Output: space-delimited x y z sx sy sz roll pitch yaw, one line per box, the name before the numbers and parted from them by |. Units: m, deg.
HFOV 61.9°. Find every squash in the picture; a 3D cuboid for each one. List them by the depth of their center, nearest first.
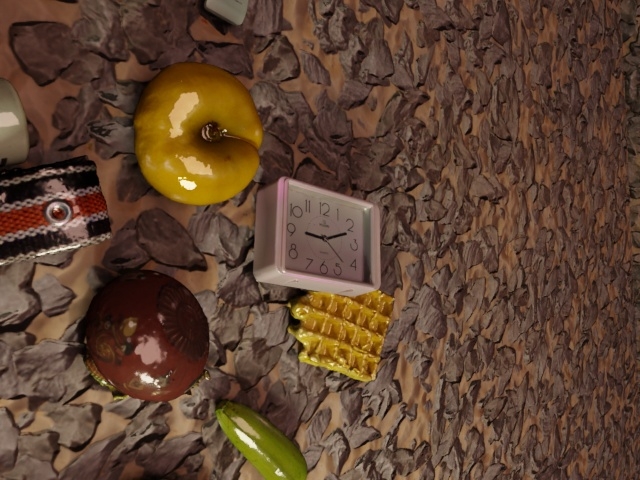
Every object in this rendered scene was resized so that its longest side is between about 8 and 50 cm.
squash | -0.087 0.303 0.792 0.201 0.066 0.066 52 59 -24

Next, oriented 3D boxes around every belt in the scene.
belt | -0.364 0.001 0.467 0.359 0.126 0.094 -23 107 -39

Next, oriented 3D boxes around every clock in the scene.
clock | 0.000 0.000 0.808 0.197 0.063 0.150 13 69 -34

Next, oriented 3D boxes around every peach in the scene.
peach | -0.149 -0.130 0.673 0.179 0.103 0.179 -5 97 -46

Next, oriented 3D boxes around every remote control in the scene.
remote control | -0.122 -0.381 0.730 0.061 0.029 0.162 16 77 -45

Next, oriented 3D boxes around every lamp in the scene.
lamp | -0.208 0.116 0.623 0.157 0.134 0.156 70 15 12

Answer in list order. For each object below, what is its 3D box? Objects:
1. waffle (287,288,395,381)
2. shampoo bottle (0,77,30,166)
waffle | 0.027 0.138 0.888 0.210 0.055 0.161 26 74 -41
shampoo bottle | -0.399 -0.087 0.452 0.262 0.085 0.085 -19 106 -40
